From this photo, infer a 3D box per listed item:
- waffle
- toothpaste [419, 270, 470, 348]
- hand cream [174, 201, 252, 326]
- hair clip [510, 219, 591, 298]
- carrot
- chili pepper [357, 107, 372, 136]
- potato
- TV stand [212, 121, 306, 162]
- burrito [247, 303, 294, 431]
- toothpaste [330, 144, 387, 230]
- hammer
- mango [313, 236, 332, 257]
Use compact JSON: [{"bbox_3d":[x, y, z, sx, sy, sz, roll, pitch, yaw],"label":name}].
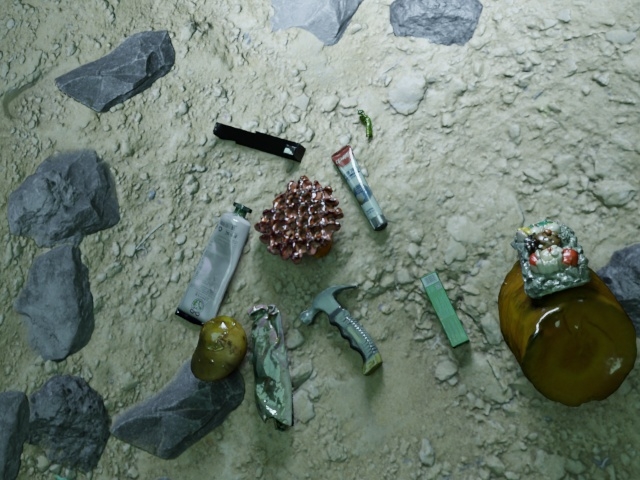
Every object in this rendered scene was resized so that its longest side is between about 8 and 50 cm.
[{"bbox_3d":[-0.049,-0.049,1.824,0.221,0.055,0.234,-48,47,-4],"label":"waffle"},{"bbox_3d":[0.283,0.157,1.693,0.043,0.037,0.178,-27,71,9],"label":"toothpaste"},{"bbox_3d":[-0.265,0.063,1.904,0.121,0.076,0.336,26,94,28],"label":"hand cream"},{"bbox_3d":[0.460,0.012,1.511,0.138,0.321,0.091,-18,106,13],"label":"hair clip"},{"bbox_3d":[0.495,0.177,1.516,0.242,0.340,0.241,1,105,5],"label":"carrot"},{"bbox_3d":[0.114,-0.298,1.865,0.027,0.022,0.083,-23,75,12],"label":"chili pepper"},{"bbox_3d":[-0.245,0.267,1.804,0.137,0.137,0.176,43,128,23],"label":"potato"},{"bbox_3d":[-0.163,-0.261,1.942,0.256,0.049,0.040,19,86,22],"label":"TV stand"},{"bbox_3d":[-0.120,0.304,1.788,0.096,0.066,0.309,-14,74,19],"label":"burrito"},{"bbox_3d":[0.098,-0.129,1.825,0.062,0.039,0.239,-33,67,17],"label":"toothpaste"},{"bbox_3d":[0.068,0.211,1.756,0.159,0.041,0.226,-42,67,9],"label":"hammer"},{"bbox_3d":[0.000,0.000,1.825,0.060,0.046,0.089,5,76,23],"label":"mango"}]
